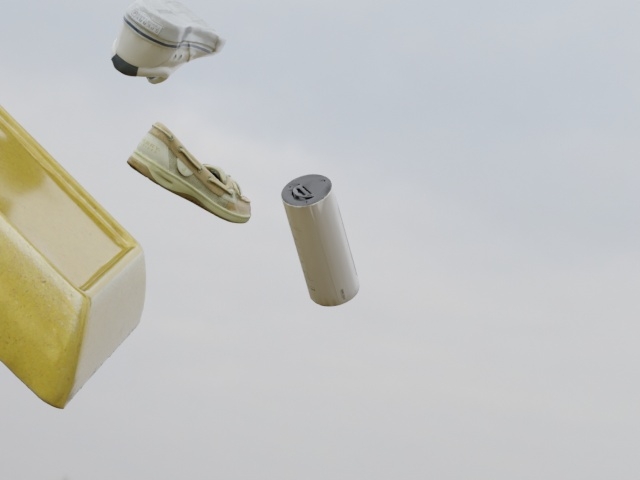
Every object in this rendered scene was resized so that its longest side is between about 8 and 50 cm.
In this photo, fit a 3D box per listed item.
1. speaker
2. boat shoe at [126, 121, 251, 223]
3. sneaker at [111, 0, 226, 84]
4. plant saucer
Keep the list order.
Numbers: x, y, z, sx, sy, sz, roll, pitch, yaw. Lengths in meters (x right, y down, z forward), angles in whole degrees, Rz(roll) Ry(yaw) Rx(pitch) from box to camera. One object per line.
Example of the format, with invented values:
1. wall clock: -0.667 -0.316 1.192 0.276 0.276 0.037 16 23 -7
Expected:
1. speaker: 0.000 0.000 1.735 0.055 0.055 0.136 3 -50 24
2. boat shoe: -0.107 -0.058 1.508 0.056 0.048 0.153 33 3 43
3. sneaker: -0.190 -0.236 2.032 0.094 0.091 0.258 40 12 10
4. plant saucer: -0.295 -0.026 1.585 0.333 0.081 0.333 45 13 -4
